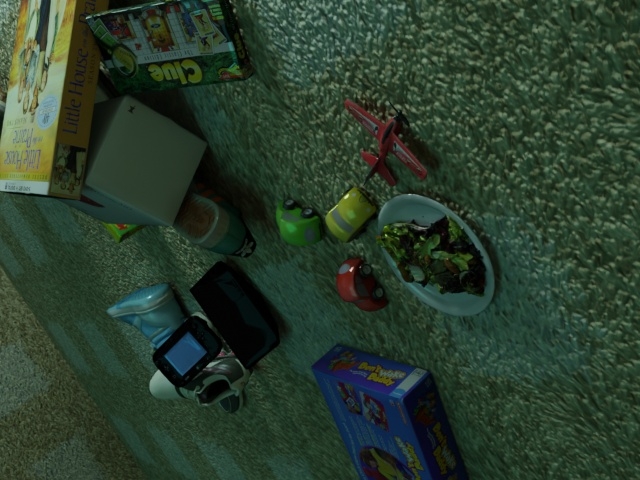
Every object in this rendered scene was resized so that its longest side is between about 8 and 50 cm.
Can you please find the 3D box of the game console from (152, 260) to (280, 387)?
[{"bbox_3d":[-0.241,0.216,1.574,0.361,0.044,0.213,-44,79,33],"label":"game console"}]

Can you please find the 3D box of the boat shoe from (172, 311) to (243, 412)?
[{"bbox_3d":[-0.289,0.328,1.832,0.116,0.099,0.319,19,135,43],"label":"boat shoe"}]

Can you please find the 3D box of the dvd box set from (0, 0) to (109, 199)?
[{"bbox_3d":[-0.477,-0.285,1.277,0.308,0.062,0.420,8,90,51],"label":"dvd box set"}]

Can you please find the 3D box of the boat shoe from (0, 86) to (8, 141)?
[{"bbox_3d":[-0.819,-0.290,1.930,0.324,0.123,0.116,96,163,-59],"label":"boat shoe"}]

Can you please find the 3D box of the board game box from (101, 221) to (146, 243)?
[{"bbox_3d":[-0.483,-0.093,1.677,0.181,0.092,0.043,50,150,5],"label":"board game box"}]

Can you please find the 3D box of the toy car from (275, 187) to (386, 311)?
[{"bbox_3d":[0.000,0.000,1.164,0.225,0.053,0.238,26,140,37],"label":"toy car"}]

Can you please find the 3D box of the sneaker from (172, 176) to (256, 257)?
[{"bbox_3d":[-0.224,-0.046,1.363,0.121,0.108,0.302,35,-176,-40],"label":"sneaker"}]

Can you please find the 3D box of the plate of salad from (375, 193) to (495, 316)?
[{"bbox_3d":[0.149,0.028,0.999,0.200,0.048,0.199,34,143,30],"label":"plate of salad"}]

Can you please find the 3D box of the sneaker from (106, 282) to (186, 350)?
[{"bbox_3d":[-0.446,0.233,1.924,0.319,0.127,0.208,-13,109,57],"label":"sneaker"}]

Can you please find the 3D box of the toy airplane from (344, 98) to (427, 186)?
[{"bbox_3d":[0.086,-0.120,0.955,0.151,0.028,0.151,35,144,30],"label":"toy airplane"}]

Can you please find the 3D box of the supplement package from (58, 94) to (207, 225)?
[{"bbox_3d":[-0.381,-0.140,1.353,0.178,0.175,0.293,30,163,-35],"label":"supplement package"}]

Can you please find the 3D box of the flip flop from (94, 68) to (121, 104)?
[{"bbox_3d":[-0.474,-0.266,1.504,0.112,0.080,0.277,51,149,3],"label":"flip flop"}]

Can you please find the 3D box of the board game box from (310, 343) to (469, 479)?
[{"bbox_3d":[0.139,0.369,1.324,0.233,0.078,0.347,9,128,49],"label":"board game box"}]

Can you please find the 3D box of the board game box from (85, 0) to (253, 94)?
[{"bbox_3d":[-0.236,-0.302,1.121,0.260,0.030,0.136,0,127,30],"label":"board game box"}]

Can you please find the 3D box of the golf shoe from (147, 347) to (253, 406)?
[{"bbox_3d":[-0.294,0.332,1.703,0.273,0.120,0.105,-18,119,15],"label":"golf shoe"}]
